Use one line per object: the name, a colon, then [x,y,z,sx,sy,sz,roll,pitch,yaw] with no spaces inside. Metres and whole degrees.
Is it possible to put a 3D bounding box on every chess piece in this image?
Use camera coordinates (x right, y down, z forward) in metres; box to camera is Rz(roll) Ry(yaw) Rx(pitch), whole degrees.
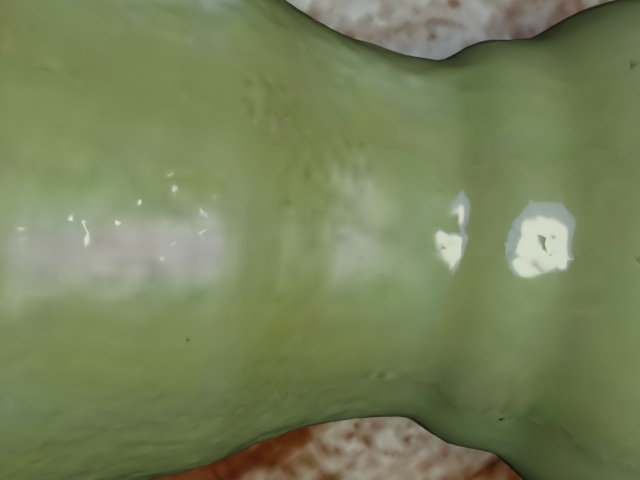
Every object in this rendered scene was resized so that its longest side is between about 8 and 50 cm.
chess piece: [0.000,0.000,0.477,0.442,0.234,0.234,6,87,-9]
